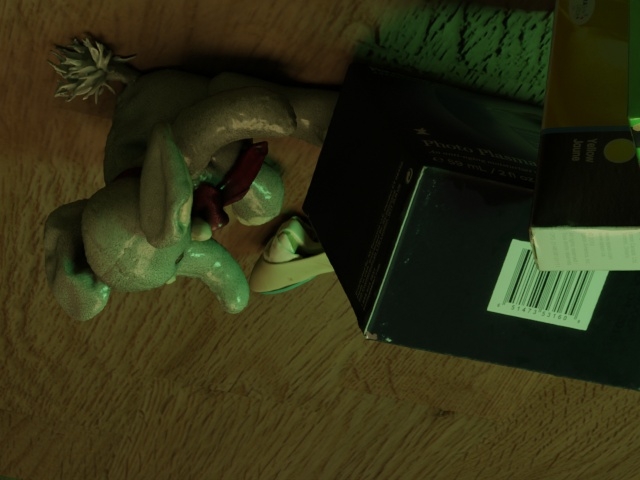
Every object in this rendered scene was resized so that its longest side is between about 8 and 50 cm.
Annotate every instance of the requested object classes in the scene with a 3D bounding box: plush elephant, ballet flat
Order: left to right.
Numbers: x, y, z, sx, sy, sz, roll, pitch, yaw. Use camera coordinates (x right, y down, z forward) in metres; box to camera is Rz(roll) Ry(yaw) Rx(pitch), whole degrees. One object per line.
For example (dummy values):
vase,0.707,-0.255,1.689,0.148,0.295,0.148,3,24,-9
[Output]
plush elephant,-0.146,-0.041,1.883,0.330,0.255,0.272,22,150,-26
ballet flat,0.000,0.000,2.145,0.248,0.086,0.086,-15,146,35

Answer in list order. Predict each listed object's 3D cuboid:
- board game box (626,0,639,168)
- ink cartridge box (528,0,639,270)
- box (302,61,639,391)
board game box,0.277,-0.176,1.427,0.046,0.317,0.213,-2,152,16
ink cartridge box,0.345,-0.107,1.564,0.307,0.303,0.072,-2,139,16
box,0.167,-0.020,1.748,0.296,0.294,0.182,12,110,-18
